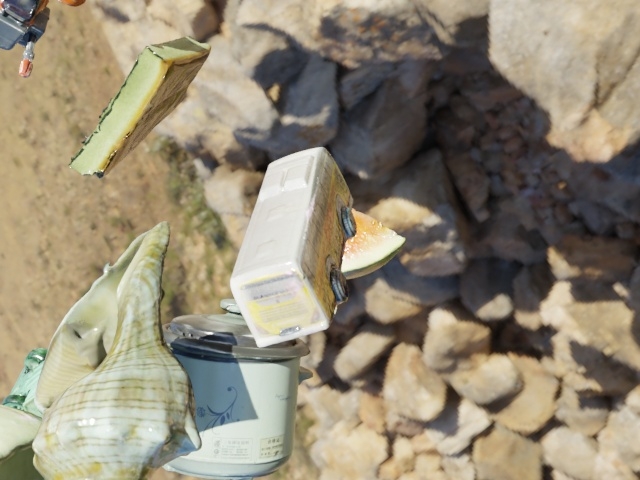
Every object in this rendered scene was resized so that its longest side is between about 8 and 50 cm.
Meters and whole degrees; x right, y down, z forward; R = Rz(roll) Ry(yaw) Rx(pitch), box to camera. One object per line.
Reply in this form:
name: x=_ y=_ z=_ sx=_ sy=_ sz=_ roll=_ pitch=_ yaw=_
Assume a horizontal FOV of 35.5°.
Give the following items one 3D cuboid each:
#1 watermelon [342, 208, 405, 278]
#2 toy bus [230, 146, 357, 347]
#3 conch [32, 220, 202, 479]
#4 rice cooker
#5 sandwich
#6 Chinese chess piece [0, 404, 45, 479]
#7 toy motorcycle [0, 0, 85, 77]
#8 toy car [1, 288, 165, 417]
watermelon: x=-0.001 y=-0.003 z=1.487 sx=0.245 sy=0.119 sz=0.063 roll=18 pitch=171 yaw=23
toy bus: x=-0.024 y=-0.001 z=1.024 sx=0.268 sy=0.092 sz=0.106 roll=-78 pitch=-33 yaw=-58
conch: x=-0.214 y=0.167 z=1.068 sx=0.203 sy=0.386 sz=0.170 roll=-6 pitch=133 yaw=18
rice cooker: x=-0.159 y=0.247 z=1.699 sx=0.264 sy=0.316 sz=0.317 roll=15 pitch=131 yaw=66
sandwich: x=-0.281 y=-0.217 z=1.632 sx=0.063 sy=0.212 sz=0.245 roll=41 pitch=113 yaw=1
Chinese chess piece: x=-0.393 y=0.351 z=1.091 sx=0.146 sy=0.349 sz=0.349 roll=11 pitch=133 yaw=22
toy motorcycle: x=-0.405 y=-0.392 z=1.470 sx=0.147 sy=0.221 sz=0.325 roll=30 pitch=133 yaw=-32
toy car: x=-0.344 y=0.182 z=1.434 sx=0.097 sy=0.141 sz=0.320 roll=41 pitch=123 yaw=-22
